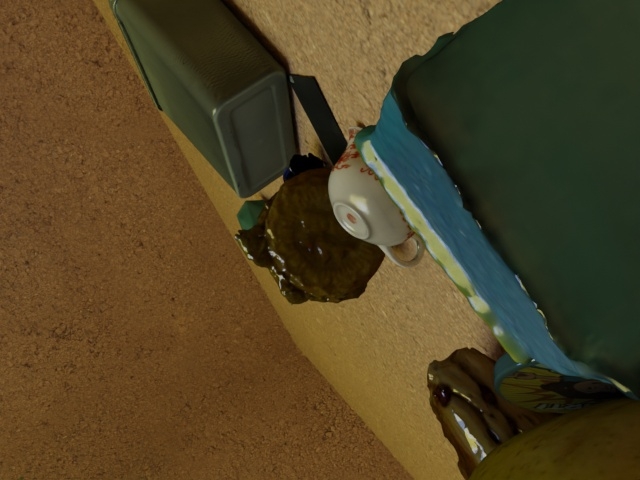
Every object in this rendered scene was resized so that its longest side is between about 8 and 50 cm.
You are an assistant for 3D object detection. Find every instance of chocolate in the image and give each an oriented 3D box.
[{"bbox_3d":[-0.003,-0.028,1.279,0.126,0.148,0.343,36,160,37],"label":"chocolate"}]

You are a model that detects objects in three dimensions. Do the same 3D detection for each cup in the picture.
[{"bbox_3d":[-0.159,-0.036,1.882,0.148,0.134,0.235,32,-171,-29],"label":"cup"}]

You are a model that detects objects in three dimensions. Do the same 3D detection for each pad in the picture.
[{"bbox_3d":[0.006,-0.199,1.110,0.193,0.004,0.116,61,166,-26],"label":"pad"}]

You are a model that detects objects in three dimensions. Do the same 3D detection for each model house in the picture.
[{"bbox_3d":[0.167,-0.040,0.488,0.237,0.216,0.303,54,171,0],"label":"model house"}]

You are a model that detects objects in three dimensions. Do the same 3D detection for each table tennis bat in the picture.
[{"bbox_3d":[0.295,0.149,0.638,0.329,0.215,0.044,42,-135,-51],"label":"table tennis bat"}]

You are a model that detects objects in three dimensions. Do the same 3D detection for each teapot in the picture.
[{"bbox_3d":[0.088,-0.051,1.003,0.159,0.116,0.245,-1,133,46],"label":"teapot"}]

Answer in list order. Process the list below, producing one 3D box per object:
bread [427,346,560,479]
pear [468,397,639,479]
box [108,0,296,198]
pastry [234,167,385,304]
[{"bbox_3d":[0.319,0.352,0.995,0.370,0.192,0.314,61,178,34],"label":"bread"},{"bbox_3d":[0.297,0.303,0.508,0.419,0.362,0.362,-2,129,36],"label":"pear"},{"bbox_3d":[-0.216,-0.304,1.260,0.344,0.177,0.352,50,166,20],"label":"box"},{"bbox_3d":[0.000,0.000,1.131,0.240,0.235,0.132,46,172,-9],"label":"pastry"}]
